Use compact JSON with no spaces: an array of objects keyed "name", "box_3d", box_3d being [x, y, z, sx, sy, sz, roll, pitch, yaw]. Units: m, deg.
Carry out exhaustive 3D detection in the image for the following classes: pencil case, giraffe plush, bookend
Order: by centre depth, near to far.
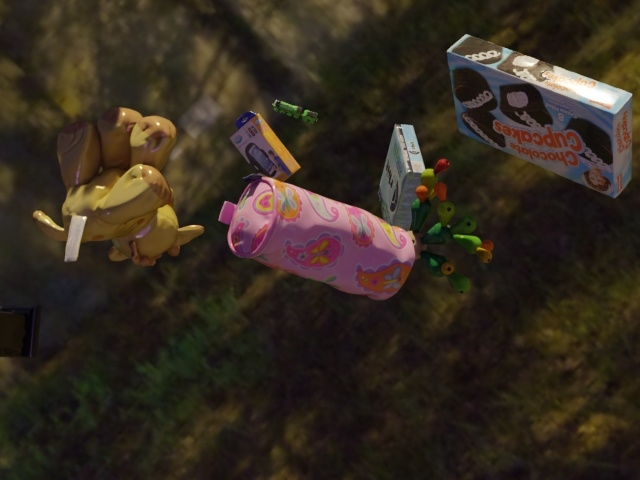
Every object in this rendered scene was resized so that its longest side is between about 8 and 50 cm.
[{"name":"giraffe plush","box_3d":[-0.237,-0.043,1.395,0.181,0.170,0.210,14,76,31]},{"name":"bookend","box_3d":[-0.483,0.116,1.466,0.156,0.157,0.072,-5,80,46]},{"name":"pencil case","box_3d":[0.000,0.000,1.553,0.124,0.284,0.124,-24,58,45]}]

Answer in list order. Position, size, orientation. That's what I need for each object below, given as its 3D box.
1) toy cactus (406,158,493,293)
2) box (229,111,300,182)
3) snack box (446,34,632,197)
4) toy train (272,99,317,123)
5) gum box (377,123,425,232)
[{"name":"toy cactus","box_3d":[0.187,-0.009,1.829,0.180,0.219,0.112,-24,-6,37]},{"name":"box","box_3d":[-0.103,-0.160,1.930,0.028,0.136,0.081,-44,7,-38]},{"name":"snack box","box_3d":[0.361,-0.207,1.816,0.322,0.187,0.060,28,61,34]},{"name":"toy train","box_3d":[-0.044,-0.226,1.923,0.024,0.083,0.017,112,178,-67]},{"name":"gum box","box_3d":[0.161,-0.113,2.208,0.157,0.041,0.184,-99,17,-48]}]
